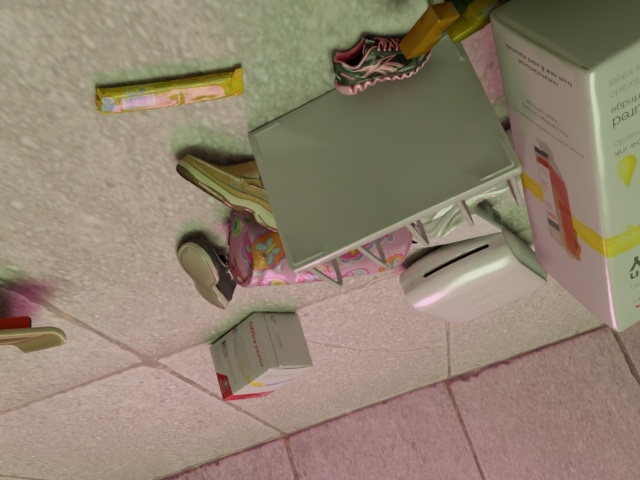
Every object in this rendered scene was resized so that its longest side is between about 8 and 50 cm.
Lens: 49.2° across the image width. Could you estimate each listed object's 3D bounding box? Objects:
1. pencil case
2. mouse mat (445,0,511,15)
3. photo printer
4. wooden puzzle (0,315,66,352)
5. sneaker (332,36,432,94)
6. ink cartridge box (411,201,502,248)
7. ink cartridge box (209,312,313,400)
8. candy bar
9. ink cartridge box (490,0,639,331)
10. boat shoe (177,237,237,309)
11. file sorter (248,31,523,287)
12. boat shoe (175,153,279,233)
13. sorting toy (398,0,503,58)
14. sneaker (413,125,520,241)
[{"bbox_3d":[0.000,0.000,1.079,0.284,0.124,0.124,-8,154,-25],"label":"pencil case"},{"bbox_3d":[0.186,-0.296,0.713,0.152,0.007,0.189,-31,154,26],"label":"mouse mat"},{"bbox_3d":[0.324,0.076,1.477,0.256,0.107,0.307,-29,154,22],"label":"photo printer"},{"bbox_3d":[-0.529,0.142,1.039,0.238,0.044,0.221,6,165,-38],"label":"wooden puzzle"},{"bbox_3d":[0.067,-0.207,0.780,0.119,0.047,0.057,-22,144,4],"label":"sneaker"},{"bbox_3d":[0.226,-0.031,1.287,0.179,0.045,0.145,-11,163,30],"label":"ink cartridge box"},{"bbox_3d":[-0.127,0.246,1.491,0.127,0.128,0.176,5,147,-43],"label":"ink cartridge box"},{"bbox_3d":[-0.159,-0.158,0.744,0.161,0.018,0.040,-11,151,-15],"label":"candy bar"},{"bbox_3d":[0.373,-0.122,0.766,0.279,0.160,0.385,-31,132,-4],"label":"ink cartridge box"},{"bbox_3d":[-0.175,0.041,1.133,0.065,0.075,0.206,-57,161,-23],"label":"boat shoe"},{"bbox_3d":[0.090,-0.084,0.873,0.277,0.193,0.173,-25,158,14],"label":"file sorter"},{"bbox_3d":[-0.104,-0.077,0.917,0.190,0.068,0.072,30,93,-49],"label":"boat shoe"},{"bbox_3d":[0.210,-0.272,0.635,0.229,0.041,0.307,-24,168,-35],"label":"sorting toy"},{"bbox_3d":[0.213,-0.106,1.039,0.232,0.115,0.090,-42,-163,5],"label":"sneaker"}]
